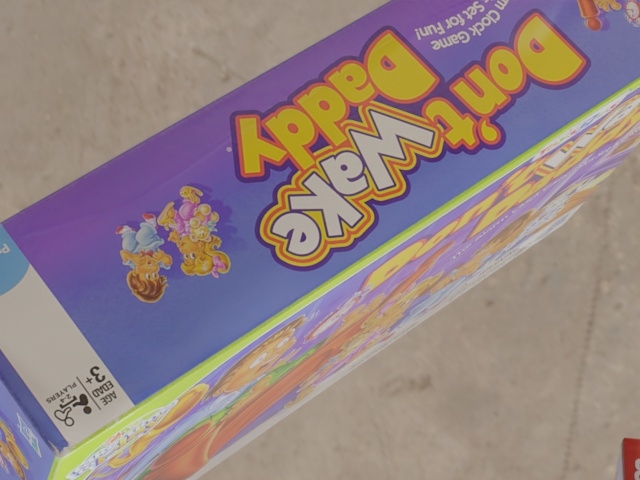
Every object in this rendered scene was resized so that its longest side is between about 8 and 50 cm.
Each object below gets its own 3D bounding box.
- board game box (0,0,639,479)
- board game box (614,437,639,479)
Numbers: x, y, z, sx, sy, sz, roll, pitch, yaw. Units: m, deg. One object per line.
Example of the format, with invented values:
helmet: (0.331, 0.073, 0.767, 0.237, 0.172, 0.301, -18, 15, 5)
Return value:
board game box: (0.000, 0.000, 0.689, 0.347, 0.078, 0.233, -33, 168, -25)
board game box: (0.129, 0.241, 0.747, 0.027, 0.145, 0.281, 6, 125, 5)
